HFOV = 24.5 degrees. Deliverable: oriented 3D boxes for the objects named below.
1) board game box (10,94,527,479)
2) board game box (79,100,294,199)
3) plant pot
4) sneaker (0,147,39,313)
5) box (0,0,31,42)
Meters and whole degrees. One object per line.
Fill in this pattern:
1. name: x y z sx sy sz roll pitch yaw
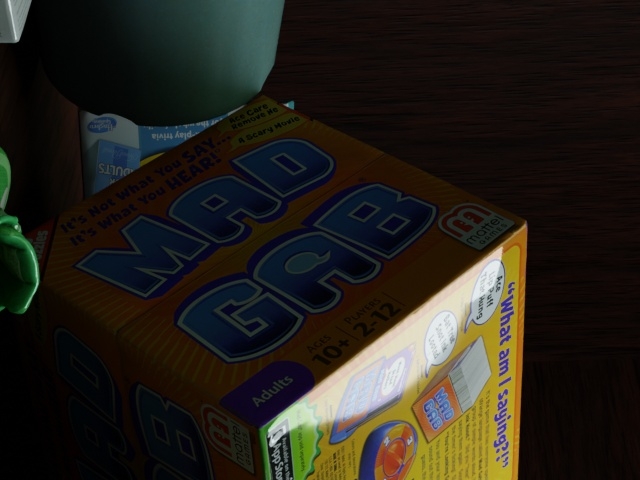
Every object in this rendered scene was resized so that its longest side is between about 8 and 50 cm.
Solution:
1. board game box: -0.045 0.135 1.463 0.356 0.356 0.356 -34 137 -33
2. board game box: -0.154 0.002 1.804 0.079 0.254 0.336 -62 150 -82
3. plant pot: -0.163 -0.317 1.481 0.341 0.341 0.334 -88 -177 -47
4. sneaker: -0.260 0.018 1.069 0.295 0.124 0.109 -88 174 -59
5. box: -0.276 -0.211 1.118 0.101 0.102 0.087 -88 177 -48
